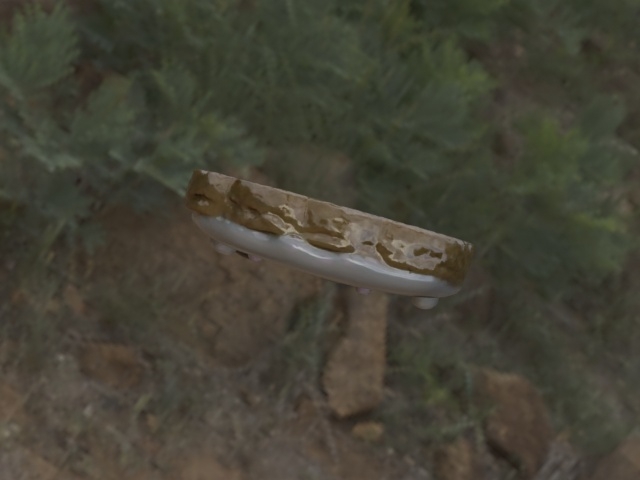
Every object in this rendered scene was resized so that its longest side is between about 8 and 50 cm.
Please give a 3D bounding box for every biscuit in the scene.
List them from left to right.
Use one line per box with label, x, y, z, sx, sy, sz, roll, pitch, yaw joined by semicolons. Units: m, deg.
biscuit;0.000;0.000;0.885;0.181;0.049;0.208;16;-2;-10
